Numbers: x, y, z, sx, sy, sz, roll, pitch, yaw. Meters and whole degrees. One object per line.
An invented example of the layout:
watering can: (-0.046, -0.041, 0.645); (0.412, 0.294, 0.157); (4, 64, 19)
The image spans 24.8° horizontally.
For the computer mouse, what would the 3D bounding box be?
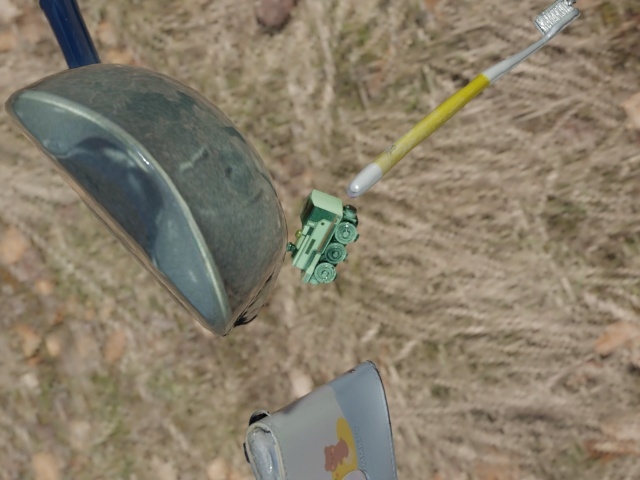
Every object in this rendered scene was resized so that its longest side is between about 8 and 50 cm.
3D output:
computer mouse: (-0.085, -0.024, 0.848); (0.167, 0.090, 0.379); (48, 172, 1)

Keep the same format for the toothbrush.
toothbrush: (0.122, -0.125, 1.227); (0.024, 0.288, 0.021); (51, 156, -1)

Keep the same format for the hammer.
hammer: (-0.192, -0.140, 1.230); (0.069, 0.116, 0.194); (101, 146, -65)

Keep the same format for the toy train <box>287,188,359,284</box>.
toy train: (0.000, 0.000, 1.257); (0.033, 0.053, 0.083); (-89, 24, -59)

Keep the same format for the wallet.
wallet: (0.005, 0.231, 1.504); (0.069, 0.231, 0.170); (-12, 94, 32)
